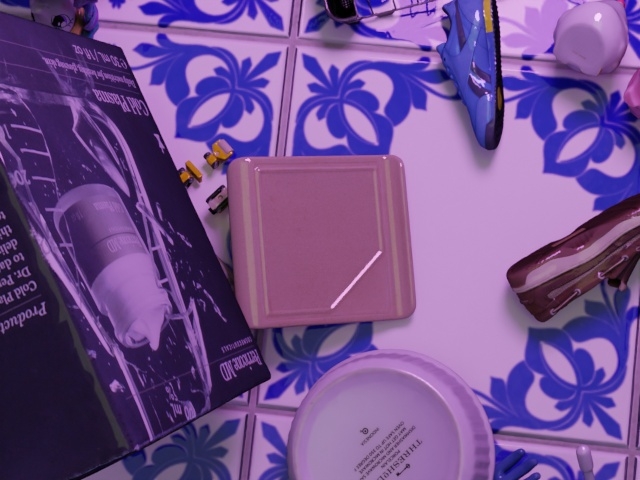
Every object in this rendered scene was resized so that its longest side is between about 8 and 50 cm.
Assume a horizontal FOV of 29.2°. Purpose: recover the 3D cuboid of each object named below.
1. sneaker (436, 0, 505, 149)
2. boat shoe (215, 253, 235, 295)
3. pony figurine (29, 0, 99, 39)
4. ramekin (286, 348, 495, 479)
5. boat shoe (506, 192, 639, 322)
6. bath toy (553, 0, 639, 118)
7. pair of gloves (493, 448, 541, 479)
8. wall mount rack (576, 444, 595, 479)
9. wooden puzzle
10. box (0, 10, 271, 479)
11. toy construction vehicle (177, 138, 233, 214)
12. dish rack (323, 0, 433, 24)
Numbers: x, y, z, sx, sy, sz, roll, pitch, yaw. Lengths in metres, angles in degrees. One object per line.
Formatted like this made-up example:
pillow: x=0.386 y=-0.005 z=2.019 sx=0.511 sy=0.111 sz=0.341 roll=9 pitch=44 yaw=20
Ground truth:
sneaker: x=0.199 y=-0.220 z=1.629 sx=0.082 sy=0.069 sz=0.209 roll=-5 pitch=84 yaw=16
boat shoe: x=-0.203 y=0.002 z=1.616 sx=0.285 sy=0.089 sz=0.104 roll=43 pitch=89 yaw=7
pony figurine: x=-0.349 y=-0.433 z=1.575 sx=0.302 sy=0.363 sz=0.351 roll=11 pitch=69 yaw=12
ramekin: x=0.080 y=0.266 z=1.534 sx=0.272 sy=0.127 sz=0.273 roll=-2 pitch=78 yaw=12
boat shoe: x=0.371 y=0.020 z=1.586 sx=0.257 sy=0.095 sz=0.095 roll=-29 pitch=97 yaw=6
bath toy: x=0.456 y=-0.191 z=1.578 sx=0.348 sy=0.151 sz=0.129 roll=38 pitch=49 yaw=9
pair of gloves: x=0.231 y=0.362 z=1.556 sx=0.159 sy=0.023 sz=0.198 roll=-33 pitch=66 yaw=18
wall mount rack: x=0.461 y=0.368 z=1.518 sx=0.350 sy=0.130 sz=0.304 roll=-18 pitch=80 yaw=1
wooden puzzle: x=0.000 y=0.000 z=1.604 sx=0.238 sy=0.044 sz=0.221 roll=-3 pitch=84 yaw=-16
box: x=-0.330 y=0.028 z=1.354 sx=0.297 sy=0.480 sz=0.472 roll=-24 pitch=87 yaw=13
toy construction vehicle: x=-0.144 y=-0.080 z=1.653 sx=0.098 sy=0.035 sz=0.086 roll=-45 pitch=72 yaw=-4
dish rack: x=0.125 y=-0.409 z=1.638 sx=0.271 sy=0.074 sz=0.208 roll=-13 pitch=84 yaw=8
